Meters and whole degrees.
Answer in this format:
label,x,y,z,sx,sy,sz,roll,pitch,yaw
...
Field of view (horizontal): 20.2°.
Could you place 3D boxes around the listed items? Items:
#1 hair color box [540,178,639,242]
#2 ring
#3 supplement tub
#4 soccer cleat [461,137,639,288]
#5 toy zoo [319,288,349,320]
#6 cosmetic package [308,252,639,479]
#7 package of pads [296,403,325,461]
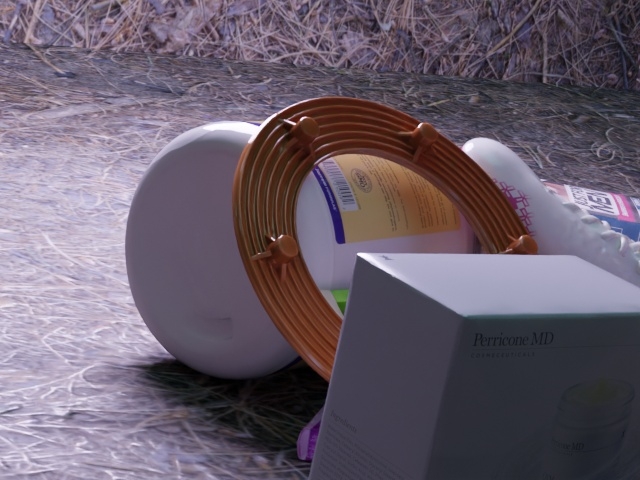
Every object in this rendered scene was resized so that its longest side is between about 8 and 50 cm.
label,x,y,z,sx,sy,sz,roll,pitch,yaw
hair color box,0.266,-0.021,2.349,0.347,0.105,0.174,11,13,1
ring,0.075,0.010,1.574,0.336,0.032,0.337,21,48,-26
supplement tub,0.000,0.000,1.755,0.241,0.241,0.331,21,16,35
soccer cleat,0.266,0.021,1.752,0.143,0.331,0.116,-31,6,24
toy zoo,0.140,0.122,1.606,0.293,0.030,0.192,-1,51,-42
cosmetic package,0.128,0.134,1.340,0.224,0.225,0.138,0,17,-36
package of pads,0.014,0.166,1.531,0.050,0.032,0.083,11,13,13
